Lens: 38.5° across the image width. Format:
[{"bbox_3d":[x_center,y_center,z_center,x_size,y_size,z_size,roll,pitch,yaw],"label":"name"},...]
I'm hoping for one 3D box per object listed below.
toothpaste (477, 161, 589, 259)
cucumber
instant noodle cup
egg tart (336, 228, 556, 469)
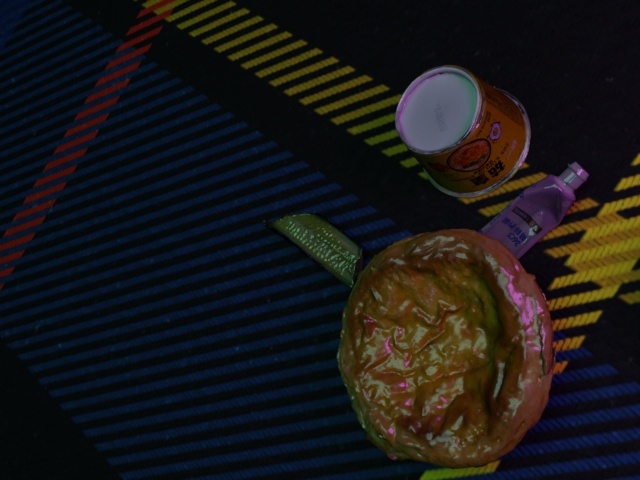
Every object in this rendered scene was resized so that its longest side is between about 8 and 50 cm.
[{"bbox_3d":[0.265,-0.002,1.327,0.301,0.048,0.075,-45,72,20],"label":"toothpaste"},{"bbox_3d":[0.000,0.000,1.495,0.220,0.046,0.070,36,93,33],"label":"cucumber"},{"bbox_3d":[0.201,-0.170,1.359,0.182,0.144,0.182,-10,70,30],"label":"instant noodle cup"},{"bbox_3d":[0.176,0.146,1.271,0.341,0.129,0.341,-1,87,30],"label":"egg tart"}]
